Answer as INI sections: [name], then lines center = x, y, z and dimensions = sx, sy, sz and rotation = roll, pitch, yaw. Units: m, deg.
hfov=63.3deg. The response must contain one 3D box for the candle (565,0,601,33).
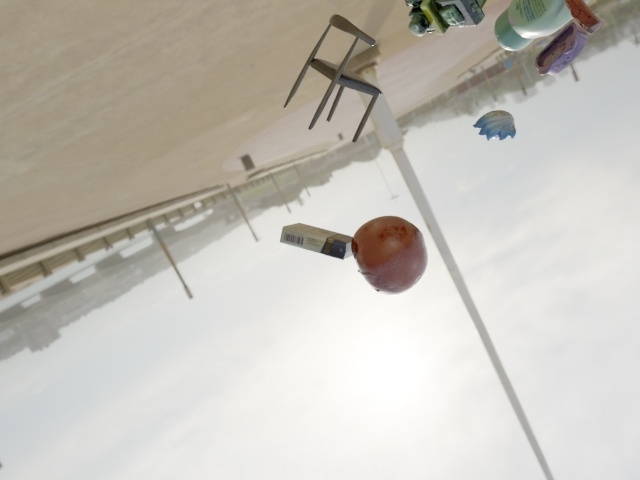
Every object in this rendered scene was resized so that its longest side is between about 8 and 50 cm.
[candle]
center = 0.693, -0.625, 1.388
dimensions = 0.053, 0.162, 0.048
rotation = -20, 157, -3

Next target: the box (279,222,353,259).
[box]
center = 0.000, 0.000, 1.922
dimensions = 0.260, 0.071, 0.168
rotation = 17, -167, 20

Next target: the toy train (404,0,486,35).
[toy train]
center = 0.428, -0.790, 1.568
dimensions = 0.253, 0.160, 0.397
rotation = 25, -101, 49

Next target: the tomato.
[tomato]
center = 0.232, 0.044, 1.716
dimensions = 0.265, 0.264, 0.265
rotation = -27, -173, 4

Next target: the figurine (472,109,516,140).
[figurine]
center = 0.451, -0.299, 1.352
dimensions = 0.115, 0.079, 0.114
rotation = -9, -128, 11

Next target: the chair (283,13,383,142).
[chair]
center = 0.055, -0.419, 1.342
dimensions = 0.167, 0.272, 0.188
rotation = 8, -151, -36

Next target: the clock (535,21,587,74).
[clock]
center = 0.699, -0.542, 1.504
dimensions = 0.152, 0.050, 0.109
rotation = -47, -154, 51

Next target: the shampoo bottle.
[shampoo bottle]
center = 0.710, -0.757, 1.704
dimensions = 0.152, 0.221, 0.349
rotation = 2, 169, -17
